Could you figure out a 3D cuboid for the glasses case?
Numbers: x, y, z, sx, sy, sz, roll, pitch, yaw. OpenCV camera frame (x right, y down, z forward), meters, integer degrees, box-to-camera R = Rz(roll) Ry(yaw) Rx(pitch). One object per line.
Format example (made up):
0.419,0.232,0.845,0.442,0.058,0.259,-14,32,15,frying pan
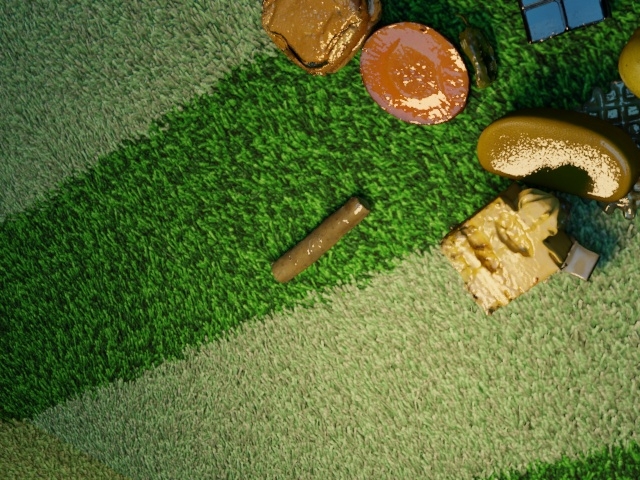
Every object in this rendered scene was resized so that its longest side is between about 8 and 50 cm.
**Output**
0.565,-0.218,1.729,0.371,0.141,0.173,19,121,29,glasses case

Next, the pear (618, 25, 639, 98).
0.763,-0.399,1.615,0.198,0.198,0.198,7,108,22,pear

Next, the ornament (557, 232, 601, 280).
0.574,0.006,1.864,0.285,0.120,0.130,41,97,8,ornament

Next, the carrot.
0.246,-0.427,1.892,0.307,0.100,0.258,37,120,8,carrot

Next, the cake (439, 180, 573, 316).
0.461,-0.004,1.715,0.286,0.227,0.222,-39,88,27,cake

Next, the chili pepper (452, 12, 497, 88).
0.385,-0.479,1.825,0.073,0.072,0.204,-16,102,40,chili pepper

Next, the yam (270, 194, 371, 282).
0.000,0.000,2.141,0.371,0.083,0.083,-38,88,27,yam

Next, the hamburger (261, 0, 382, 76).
-0.005,-0.600,1.914,0.318,0.158,0.318,7,109,21,hamburger

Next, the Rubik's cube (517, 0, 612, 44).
0.552,-0.556,1.669,0.183,0.180,0.167,-12,101,28,Rubik's cube

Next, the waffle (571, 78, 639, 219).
0.719,-0.221,1.762,0.292,0.056,0.309,37,118,13,waffle
